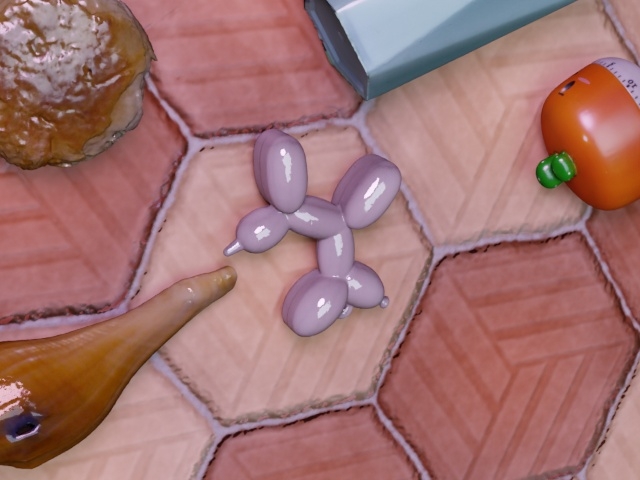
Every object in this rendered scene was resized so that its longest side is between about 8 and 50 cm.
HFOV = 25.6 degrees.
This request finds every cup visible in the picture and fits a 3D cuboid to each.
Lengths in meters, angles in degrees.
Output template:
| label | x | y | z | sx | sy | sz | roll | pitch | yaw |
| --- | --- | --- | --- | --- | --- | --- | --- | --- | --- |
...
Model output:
| label | x | y | z | sx | sy | sz | roll | pitch | yaw |
| --- | --- | --- | --- | --- | --- | --- | --- | --- | --- |
| cup | 0.109 | -0.214 | 1.104 | 0.235 | 0.134 | 0.148 | -30 | 133 | -9 |

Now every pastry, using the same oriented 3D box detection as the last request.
| label | x | y | z | sx | sy | sz | roll | pitch | yaw |
| --- | --- | --- | --- | --- | --- | --- | --- | --- | --- |
| pastry | -0.197 | -0.125 | 1.026 | 0.153 | 0.081 | 0.153 | -9 | 113 | -23 |

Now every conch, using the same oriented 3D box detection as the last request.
| label | x | y | z | sx | sy | sz | roll | pitch | yaw |
| --- | --- | --- | --- | --- | --- | --- | --- | --- | --- |
| conch | -0.199 | 0.111 | 1.089 | 0.330 | 0.093 | 0.109 | -26 | 107 | -16 |

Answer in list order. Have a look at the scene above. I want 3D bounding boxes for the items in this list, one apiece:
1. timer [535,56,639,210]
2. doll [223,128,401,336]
| label | x | y | z | sx | sy | sz | roll | pitch | yaw |
| --- | --- | --- | --- | --- | --- | --- | --- | --- | --- |
| timer | 0.239 | -0.085 | 1.226 | 0.136 | 0.099 | 0.136 | -2 | 103 | -10 |
| doll | 0.000 | 0.000 | 1.163 | 0.161 | 0.059 | 0.160 | 14 | 99 | -27 |
